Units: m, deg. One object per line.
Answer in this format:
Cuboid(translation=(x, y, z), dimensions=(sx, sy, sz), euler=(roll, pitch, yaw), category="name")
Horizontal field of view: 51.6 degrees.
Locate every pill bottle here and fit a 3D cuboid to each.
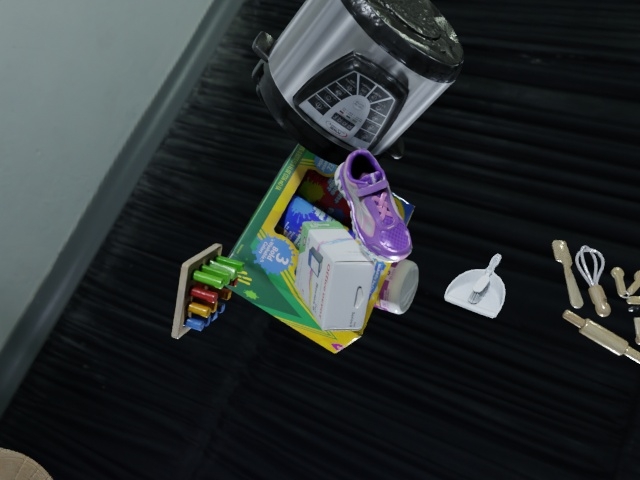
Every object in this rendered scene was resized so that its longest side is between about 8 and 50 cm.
Cuboid(translation=(0.139, 0.109, 2.064), dimensions=(0.169, 0.301, 0.169), euler=(-39, 137, -50), category="pill bottle")

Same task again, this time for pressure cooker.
Cuboid(translation=(0.071, -0.373, 1.517), dimensions=(0.375, 0.370, 0.420), euler=(-7, 151, -49), category="pressure cooker")

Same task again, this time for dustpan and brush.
Cuboid(translation=(0.438, 0.106, 1.768), dimensions=(0.211, 0.147, 0.060), euler=(-40, 142, -46), category="dustpan and brush")

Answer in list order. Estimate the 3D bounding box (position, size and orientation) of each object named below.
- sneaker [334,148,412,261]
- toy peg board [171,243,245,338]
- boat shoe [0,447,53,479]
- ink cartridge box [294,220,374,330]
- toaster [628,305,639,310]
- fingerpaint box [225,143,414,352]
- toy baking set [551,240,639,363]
Cuboid(translation=(0.099, -0.073, 1.229), dimensions=(0.095, 0.236, 0.104), euler=(-18, 157, -16), category="sneaker")
Cuboid(translation=(-0.223, 0.109, 1.358), dimensions=(0.161, 0.079, 0.161), euler=(-42, 146, -68), category="toy peg board")
Cuboid(translation=(-0.627, 0.461, 1.284), dimensions=(0.103, 0.285, 0.092), euler=(-60, -179, -39), category="boat shoe")
Cuboid(translation=(0.023, 0.069, 1.364), dimensions=(0.093, 0.212, 0.154), euler=(0, 113, -21), category="ink cartridge box")
Cuboid(translation=(0.781, 0.145, 1.365), dimensions=(0.168, 0.110, 0.185), euler=(-20, 173, -20), category="toaster")
Cuboid(translation=(0.000, 0.000, 1.729), dimensions=(0.163, 0.371, 0.445), euler=(-46, -167, 54), category="fingerpaint box")
Cuboid(translation=(0.534, 0.110, 1.245), dimensions=(0.197, 0.256, 0.030), euler=(-60, 175, -34), category="toy baking set")
